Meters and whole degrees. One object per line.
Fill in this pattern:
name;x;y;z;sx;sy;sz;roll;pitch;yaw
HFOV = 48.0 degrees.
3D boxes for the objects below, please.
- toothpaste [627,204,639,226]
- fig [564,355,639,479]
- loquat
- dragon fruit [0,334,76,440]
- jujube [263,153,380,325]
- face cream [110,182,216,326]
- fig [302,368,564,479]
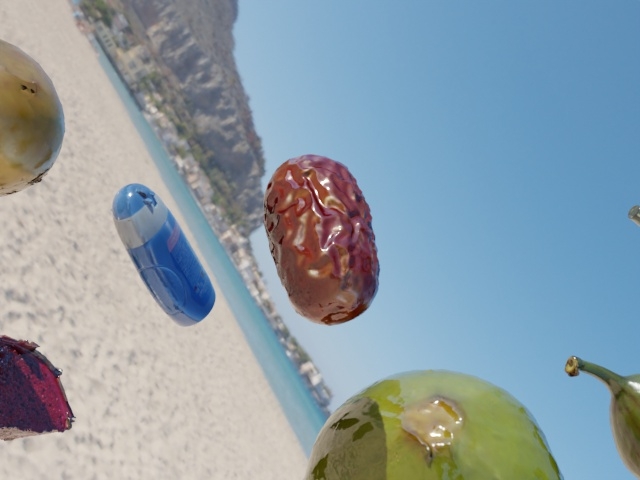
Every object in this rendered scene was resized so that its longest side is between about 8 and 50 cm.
toothpaste;0.807;-0.003;1.644;0.239;0.039;0.062;32;-37;-8
fig;0.440;0.239;1.028;0.259;0.151;0.151;37;-7;-1
loquat;-0.482;-0.171;1.017;0.235;0.235;0.235;58;-7;11
dragon fruit;-0.545;0.249;1.211;0.274;0.126;0.161;35;46;-61
jujube;0.000;0.000;0.690;0.112;0.109;0.176;16;44;-30
face cream;-0.266;0.021;1.205;0.149;0.083;0.264;-88;159;-55
fig;0.130;0.296;0.828;0.343;0.343;0.343;58;-7;11
